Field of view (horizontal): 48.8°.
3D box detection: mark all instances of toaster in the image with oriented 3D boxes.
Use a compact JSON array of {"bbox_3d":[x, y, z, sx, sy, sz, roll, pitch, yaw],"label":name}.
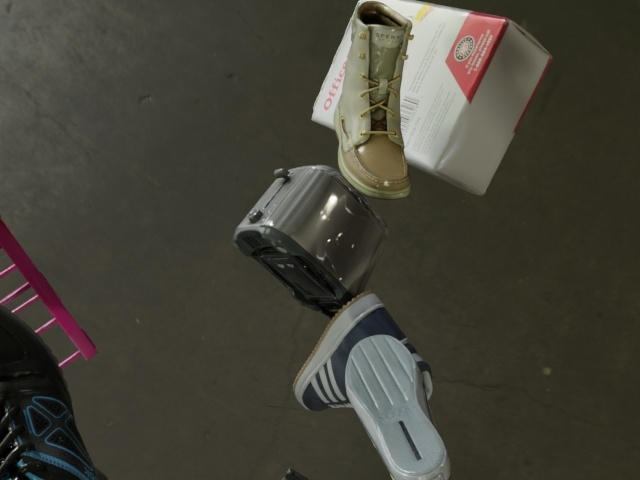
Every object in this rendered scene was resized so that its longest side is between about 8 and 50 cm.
[{"bbox_3d":[0.000,0.000,0.987,0.227,0.129,0.147,43,64,-28],"label":"toaster"}]

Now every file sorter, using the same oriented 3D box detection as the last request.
[{"bbox_3d":[-0.470,0.060,0.925,0.182,0.291,0.202,-36,41,-20],"label":"file sorter"}]

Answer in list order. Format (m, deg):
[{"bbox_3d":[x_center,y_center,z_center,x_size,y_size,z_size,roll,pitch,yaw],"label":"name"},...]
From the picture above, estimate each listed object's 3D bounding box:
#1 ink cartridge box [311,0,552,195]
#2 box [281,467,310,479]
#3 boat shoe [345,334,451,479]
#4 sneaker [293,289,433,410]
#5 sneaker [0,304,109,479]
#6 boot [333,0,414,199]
[{"bbox_3d":[0.153,-0.229,1.063,0.131,0.306,0.226,18,102,-40],"label":"ink cartridge box"},{"bbox_3d":[-0.024,0.226,0.542,0.052,0.062,0.083,32,73,14],"label":"box"},{"bbox_3d":[0.077,0.191,0.739,0.083,0.226,0.076,-14,118,1],"label":"boat shoe"},{"bbox_3d":[0.057,0.207,0.989,0.099,0.282,0.153,-26,64,-34],"label":"sneaker"},{"bbox_3d":[-0.281,0.184,0.652,0.125,0.139,0.341,-35,90,-15],"label":"sneaker"},{"bbox_3d":[0.067,-0.163,0.809,0.077,0.165,0.213,1,41,-12],"label":"boot"}]
